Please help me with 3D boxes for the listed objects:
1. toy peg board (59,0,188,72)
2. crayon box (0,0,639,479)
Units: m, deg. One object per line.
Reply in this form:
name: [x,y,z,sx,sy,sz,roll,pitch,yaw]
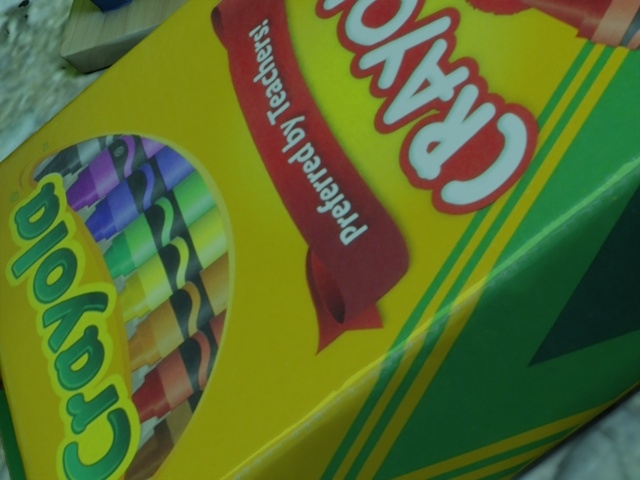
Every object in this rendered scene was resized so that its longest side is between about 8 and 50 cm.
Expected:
toy peg board: [-0.049,-0.172,0.800,0.161,0.079,0.161,-13,52,35]
crayon box: [0.000,0.000,0.625,0.318,0.081,0.202,-39,42,13]
